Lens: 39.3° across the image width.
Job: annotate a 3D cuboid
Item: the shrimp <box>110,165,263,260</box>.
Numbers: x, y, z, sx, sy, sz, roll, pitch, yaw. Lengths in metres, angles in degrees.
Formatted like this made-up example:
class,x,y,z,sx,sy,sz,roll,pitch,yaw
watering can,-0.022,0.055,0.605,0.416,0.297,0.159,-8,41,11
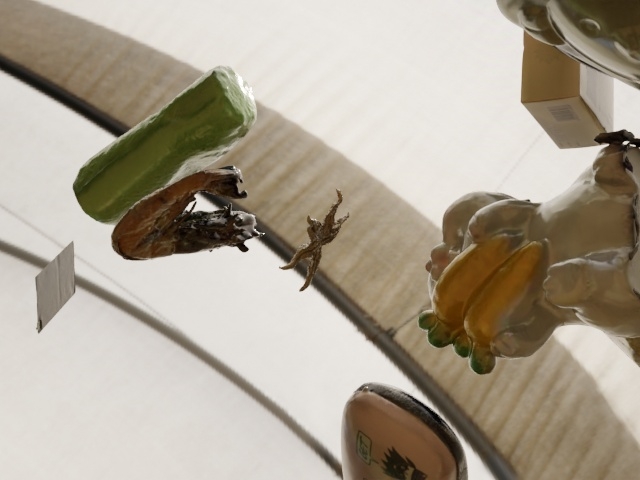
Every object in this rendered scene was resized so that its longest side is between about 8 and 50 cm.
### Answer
class,x,y,z,sx,sy,sz,roll,pitch,yaw
shrimp,-0.180,-0.048,1.339,0.178,0.289,0.075,-54,-125,37

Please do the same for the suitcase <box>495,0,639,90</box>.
class,x,y,z,sx,sy,sz,roll,pitch,yaw
suitcase,0.381,-0.274,1.021,0.351,0.339,0.194,28,-101,-3

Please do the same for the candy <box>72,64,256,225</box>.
class,x,y,z,sx,sy,sz,roll,pitch,yaw
candy,-0.260,-0.152,1.471,0.343,0.142,0.132,-33,-116,22

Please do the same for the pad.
class,x,y,z,sx,sy,sz,roll,pitch,yaw
pad,-0.500,0.085,1.696,0.004,0.193,0.116,6,-69,5

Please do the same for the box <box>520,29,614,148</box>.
class,x,y,z,sx,sy,sz,roll,pitch,yaw
box,0.394,-0.259,1.415,0.095,0.212,0.168,-5,-107,30

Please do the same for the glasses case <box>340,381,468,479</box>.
class,x,y,z,sx,sy,sz,roll,pitch,yaw
glasses case,0.082,0.247,0.880,0.122,0.075,0.314,32,-31,29

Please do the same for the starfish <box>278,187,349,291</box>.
class,x,y,z,sx,sy,sz,roll,pitch,yaw
starfish,0.000,0.000,0.744,0.016,0.086,0.092,26,-71,25

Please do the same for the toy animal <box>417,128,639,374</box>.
class,x,y,z,sx,sy,sz,roll,pitch,yaw
toy animal,0.223,0.024,0.902,0.310,0.247,0.183,-27,-106,54

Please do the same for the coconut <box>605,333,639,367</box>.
class,x,y,z,sx,sy,sz,roll,pitch,yaw
coconut,0.524,0.024,1.383,0.298,0.297,0.310,-66,-154,26
